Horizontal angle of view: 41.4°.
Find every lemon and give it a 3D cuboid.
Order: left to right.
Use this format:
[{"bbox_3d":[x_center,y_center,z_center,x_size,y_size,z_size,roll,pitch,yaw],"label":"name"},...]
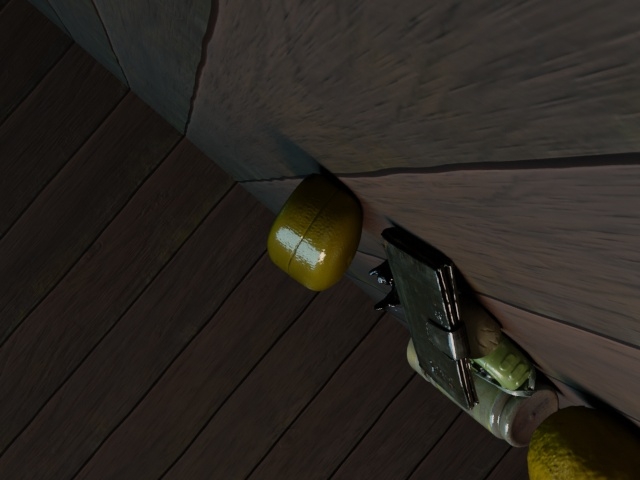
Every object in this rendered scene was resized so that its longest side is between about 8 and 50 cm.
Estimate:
[{"bbox_3d":[0.455,0.389,1.426,0.204,0.204,0.260,42,-170,-23],"label":"lemon"}]

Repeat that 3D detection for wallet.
[{"bbox_3d":[0.184,0.132,1.421,0.169,0.044,0.317,40,153,51],"label":"wallet"}]

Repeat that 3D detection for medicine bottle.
[{"bbox_3d":[0.335,0.287,1.773,0.151,0.151,0.322,43,175,-38],"label":"medicine bottle"}]

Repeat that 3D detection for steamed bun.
[{"bbox_3d":[0.260,0.160,1.498,0.112,0.091,0.130,38,175,25],"label":"steamed bun"}]

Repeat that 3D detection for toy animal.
[{"bbox_3d":[0.188,0.132,1.720,0.210,0.117,0.121,43,170,-6],"label":"toy animal"}]

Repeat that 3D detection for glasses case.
[{"bbox_3d":[0.000,0.000,1.577,0.141,0.173,0.371,36,176,6],"label":"glasses case"}]

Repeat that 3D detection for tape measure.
[{"bbox_3d":[0.328,0.223,1.605,0.177,0.087,0.154,34,168,46],"label":"tape measure"}]
